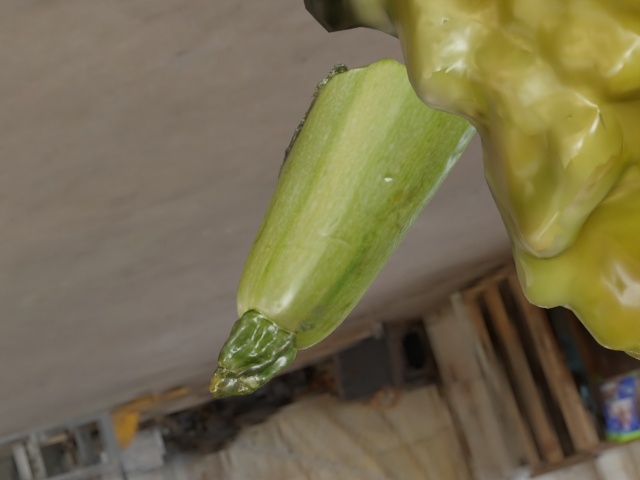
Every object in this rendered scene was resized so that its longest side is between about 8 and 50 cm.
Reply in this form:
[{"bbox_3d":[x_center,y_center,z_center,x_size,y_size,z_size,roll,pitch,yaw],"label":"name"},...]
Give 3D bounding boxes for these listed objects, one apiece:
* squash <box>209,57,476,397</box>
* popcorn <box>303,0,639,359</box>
[{"bbox_3d":[-0.001,-0.002,0.816,0.200,0.075,0.090,-56,139,0],"label":"squash"},{"bbox_3d":[0.115,-0.084,0.385,0.225,0.249,0.249,-25,169,13],"label":"popcorn"}]
